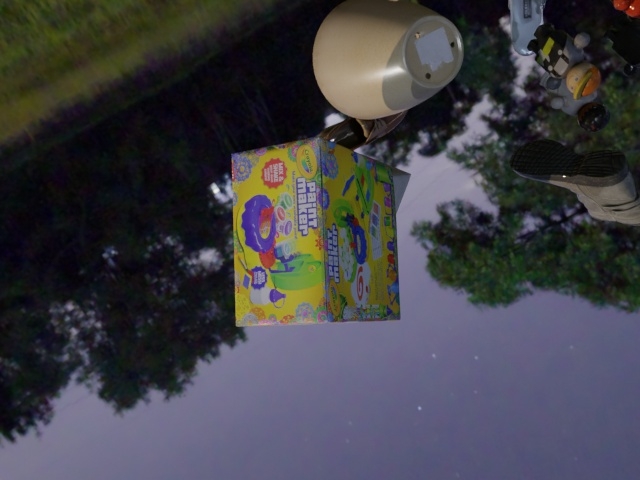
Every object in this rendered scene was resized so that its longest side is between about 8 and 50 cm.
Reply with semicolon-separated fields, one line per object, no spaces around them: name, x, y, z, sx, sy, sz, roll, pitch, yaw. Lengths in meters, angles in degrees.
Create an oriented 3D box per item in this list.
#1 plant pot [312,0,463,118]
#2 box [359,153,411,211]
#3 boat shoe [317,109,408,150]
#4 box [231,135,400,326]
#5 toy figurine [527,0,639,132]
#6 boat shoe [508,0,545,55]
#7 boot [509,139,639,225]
plant pot;0.152;-0.364;1.352;0.256;0.256;0.274;-34;-159;-12
box;0.106;-0.110;1.895;0.215;0.168;0.345;-70;166;13
boat shoe;0.136;-0.339;2.032;0.324;0.123;0.116;-36;-168;0
box;0.000;0.000;1.201;0.177;0.290;0.279;-6;171;29
toy figurine;0.448;-0.282;1.068;0.209;0.148;0.213;-38;152;8
boat shoe;0.543;-0.639;1.798;0.113;0.306;0.105;-4;-165;12
boot;0.468;-0.094;1.254;0.083;0.161;0.246;-52;-144;-12
